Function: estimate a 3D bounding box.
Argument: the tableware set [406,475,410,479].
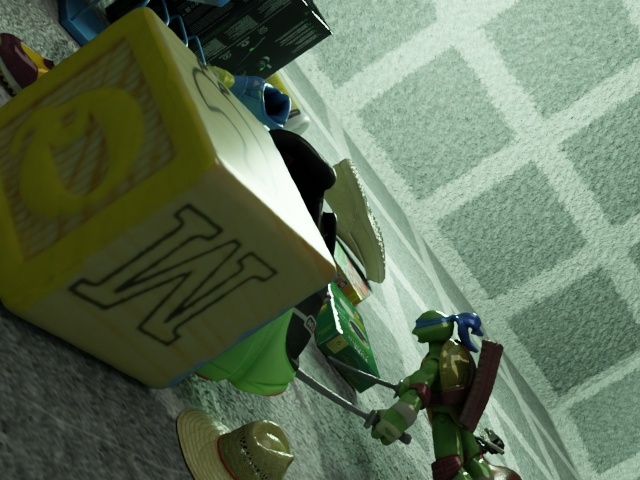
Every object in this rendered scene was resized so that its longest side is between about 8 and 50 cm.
[{"bbox_3d":[0.151,0.389,1.420,0.154,0.024,0.104,51,15,-36],"label":"tableware set"}]

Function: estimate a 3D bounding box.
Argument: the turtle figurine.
[{"bbox_3d":[0.117,0.242,1.400,0.198,0.275,0.266,129,-58,-76],"label":"turtle figurine"}]

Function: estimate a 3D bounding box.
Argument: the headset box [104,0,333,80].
[{"bbox_3d":[-0.140,-0.327,1.620,0.131,0.246,0.283,59,11,13],"label":"headset box"}]

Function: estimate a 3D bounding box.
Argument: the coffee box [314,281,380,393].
[{"bbox_3d":[0.030,0.132,1.588,0.113,0.040,0.184,51,11,-27],"label":"coffee box"}]

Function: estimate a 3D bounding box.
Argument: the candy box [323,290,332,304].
[{"bbox_3d":[-0.088,-0.014,1.393,0.233,0.071,0.159,59,11,18],"label":"candy box"}]

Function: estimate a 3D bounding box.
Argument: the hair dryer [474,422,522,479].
[{"bbox_3d":[0.266,0.392,1.891,0.223,0.080,0.293,35,13,-23],"label":"hair dryer"}]

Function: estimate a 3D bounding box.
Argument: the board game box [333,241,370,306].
[{"bbox_3d":[0.000,0.000,1.891,0.259,0.039,0.124,55,9,4],"label":"board game box"}]

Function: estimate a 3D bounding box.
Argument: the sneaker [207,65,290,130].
[{"bbox_3d":[-0.098,-0.148,1.480,0.240,0.126,0.091,71,26,-64],"label":"sneaker"}]

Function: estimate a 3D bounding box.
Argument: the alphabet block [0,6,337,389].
[{"bbox_3d":[-0.136,-0.026,0.858,0.197,0.193,0.192,43,15,-54],"label":"alphabet block"}]

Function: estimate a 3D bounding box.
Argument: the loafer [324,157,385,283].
[{"bbox_3d":[0.063,-0.032,2.138,0.102,0.092,0.268,-80,152,-70],"label":"loafer"}]

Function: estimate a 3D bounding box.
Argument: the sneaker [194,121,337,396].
[{"bbox_3d":[-0.064,-0.039,1.132,0.185,0.202,0.483,24,24,-26],"label":"sneaker"}]

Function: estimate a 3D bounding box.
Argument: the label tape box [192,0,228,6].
[{"bbox_3d":[-0.262,-0.453,1.392,0.348,0.115,0.249,17,-33,35],"label":"label tape box"}]

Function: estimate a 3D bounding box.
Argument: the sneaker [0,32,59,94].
[{"bbox_3d":[-0.238,-0.148,1.058,0.185,0.084,0.069,49,13,-40],"label":"sneaker"}]

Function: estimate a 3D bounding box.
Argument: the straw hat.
[{"bbox_3d":[-0.057,0.189,0.933,0.144,0.061,0.144,54,10,-14],"label":"straw hat"}]

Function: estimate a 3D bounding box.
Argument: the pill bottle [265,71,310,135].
[{"bbox_3d":[-0.118,-0.265,1.902,0.208,0.119,0.119,58,10,8],"label":"pill bottle"}]

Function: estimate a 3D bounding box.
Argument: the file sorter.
[{"bbox_3d":[-0.240,-0.271,1.382,0.170,0.104,0.118,50,13,-37],"label":"file sorter"}]
